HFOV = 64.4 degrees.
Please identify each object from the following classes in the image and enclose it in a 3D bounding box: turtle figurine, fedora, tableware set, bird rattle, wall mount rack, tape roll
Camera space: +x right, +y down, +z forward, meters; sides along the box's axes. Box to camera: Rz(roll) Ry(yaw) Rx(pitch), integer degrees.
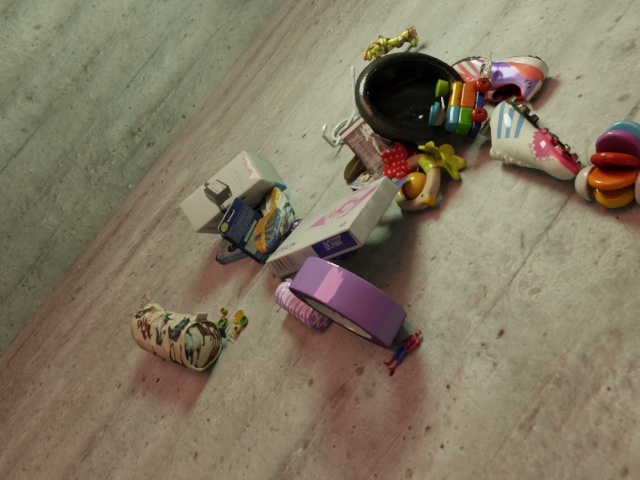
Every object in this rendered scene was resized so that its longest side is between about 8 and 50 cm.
[{"bbox_3d":[0.240,-0.705,1.862,0.217,0.269,0.087,-23,84,1],"label":"turtle figurine"},{"bbox_3d":[0.256,-0.391,1.489,0.152,0.334,0.334,106,-173,-69],"label":"fedora"},{"bbox_3d":[-0.297,0.265,1.676,0.104,0.024,0.154,-55,37,-7],"label":"tableware set"},{"bbox_3d":[0.260,-0.183,1.420,0.253,0.143,0.207,-1,75,48],"label":"bird rattle"},{"bbox_3d":[0.156,-0.467,1.759,0.350,0.130,0.304,6,63,47],"label":"wall mount rack"},{"bbox_3d":[0.062,0.147,1.203,0.275,0.275,0.090,16,70,51],"label":"tape roll"}]

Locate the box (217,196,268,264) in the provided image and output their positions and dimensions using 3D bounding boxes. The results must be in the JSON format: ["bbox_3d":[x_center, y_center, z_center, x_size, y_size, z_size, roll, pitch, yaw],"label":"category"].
[{"bbox_3d":[-0.243,-0.033,1.711,0.036,0.225,0.136,4,62,46],"label":"box"}]

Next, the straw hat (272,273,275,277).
[{"bbox_3d":[-0.093,0.063,1.607,0.061,0.144,0.144,23,71,8],"label":"straw hat"}]

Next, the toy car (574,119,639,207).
[{"bbox_3d":[0.607,-0.164,1.032,0.159,0.136,0.182,10,66,50],"label":"toy car"}]

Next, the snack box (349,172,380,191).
[{"bbox_3d":[0.135,-0.178,1.563,0.064,0.022,0.178,-50,12,0],"label":"snack box"}]

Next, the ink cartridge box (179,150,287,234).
[{"bbox_3d":[-0.305,-0.158,1.804,0.307,0.223,0.129,-36,78,14],"label":"ink cartridge box"}]

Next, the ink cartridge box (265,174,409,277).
[{"bbox_3d":[0.045,-0.058,1.371,0.324,0.071,0.330,-24,22,44],"label":"ink cartridge box"}]

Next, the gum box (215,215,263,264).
[{"bbox_3d":[-0.299,-0.003,1.894,0.184,0.041,0.157,-18,47,36],"label":"gum box"}]

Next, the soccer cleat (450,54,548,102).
[{"bbox_3d":[0.475,-0.450,1.445,0.318,0.108,0.116,19,77,49],"label":"soccer cleat"}]

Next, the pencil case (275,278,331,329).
[{"bbox_3d":[-0.050,0.181,1.442,0.206,0.086,0.088,21,109,50],"label":"pencil case"}]

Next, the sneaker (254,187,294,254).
[{"bbox_3d":[-0.133,-0.050,1.687,0.112,0.131,0.296,-28,35,27],"label":"sneaker"}]

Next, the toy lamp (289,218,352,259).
[{"bbox_3d":[0.000,0.000,1.561,0.080,0.080,0.274,-56,35,-8],"label":"toy lamp"}]

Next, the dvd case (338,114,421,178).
[{"bbox_3d":[0.183,-0.306,1.586,0.164,0.018,0.221,-40,74,12],"label":"dvd case"}]

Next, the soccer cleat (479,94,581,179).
[{"bbox_3d":[0.498,-0.220,1.234,0.143,0.116,0.331,-49,31,28],"label":"soccer cleat"}]

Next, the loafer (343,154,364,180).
[{"bbox_3d":[0.130,-0.256,1.674,0.148,0.050,0.056,-57,31,17],"label":"loafer"}]

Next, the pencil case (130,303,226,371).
[{"bbox_3d":[-0.494,0.311,1.720,0.410,0.160,0.183,2,77,46],"label":"pencil case"}]

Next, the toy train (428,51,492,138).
[{"bbox_3d":[0.377,-0.407,1.371,0.143,0.105,0.248,10,76,3],"label":"toy train"}]

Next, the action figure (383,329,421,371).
[{"bbox_3d":[0.195,0.252,1.185,0.115,0.030,0.038,-47,32,0],"label":"action figure"}]
